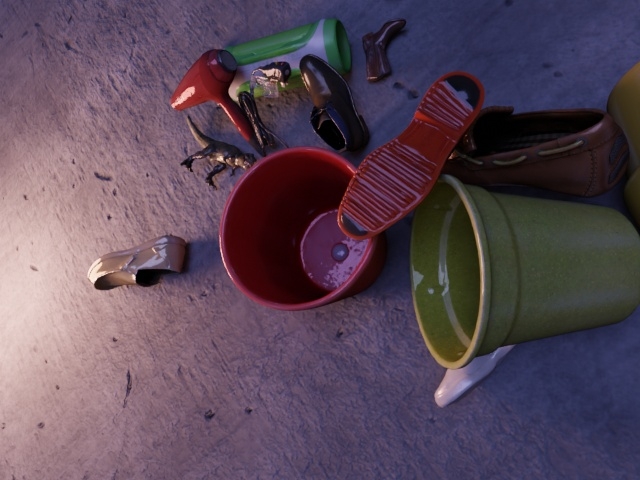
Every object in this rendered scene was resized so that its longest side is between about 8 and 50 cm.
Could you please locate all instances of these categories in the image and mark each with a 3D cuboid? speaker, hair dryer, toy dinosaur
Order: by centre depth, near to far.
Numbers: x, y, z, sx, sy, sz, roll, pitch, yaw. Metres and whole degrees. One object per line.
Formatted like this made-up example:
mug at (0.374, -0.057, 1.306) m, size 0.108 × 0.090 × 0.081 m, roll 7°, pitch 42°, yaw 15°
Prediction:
hair dryer at (-0.204, -0.293, 0.944) m, size 0.293 × 0.080 × 0.224 m, roll 17°, pitch 124°, yaw 15°
speaker at (-0.088, -0.397, 0.971) m, size 0.296 × 0.131 × 0.131 m, roll -5°, pitch 77°, yaw 22°
toy dinosaur at (-0.261, -0.199, 1.041) m, size 0.268 × 0.064 × 0.118 m, roll 33°, pitch 86°, yaw 27°

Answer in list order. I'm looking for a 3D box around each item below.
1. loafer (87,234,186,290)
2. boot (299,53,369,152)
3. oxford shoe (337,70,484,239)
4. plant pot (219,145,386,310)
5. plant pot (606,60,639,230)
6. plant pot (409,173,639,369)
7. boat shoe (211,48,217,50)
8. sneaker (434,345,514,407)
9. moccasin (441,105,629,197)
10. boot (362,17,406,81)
loafer at (-0.439, 0.071, 1.034) m, size 0.268 × 0.102 × 0.092 m, roll -23°, pitch 66°, yaw 16°
boot at (0.016, -0.271, 0.864) m, size 0.082 × 0.106 × 0.219 m, roll -32°, pitch 98°, yaw 32°
oxford shoe at (0.130, -0.105, 0.619) m, size 0.097 × 0.098 × 0.271 m, roll 42°, pitch 89°, yaw 12°
plant pot at (0.000, 0.000, 0.789) m, size 0.274 × 0.243 × 0.275 m, roll -5°, pitch 77°, yaw 21°
plant pot at (0.542, -0.147, 0.608) m, size 0.254 × 0.254 × 0.239 m, roll -19°, pitch 58°, yaw 18°
plant pot at (0.294, 0.039, 0.638) m, size 0.253 × 0.276 × 0.276 m, roll -2°, pitch 77°, yaw -5°
boat shoe at (-0.252, -0.433, 1.093) m, size 0.049 × 0.042 × 0.133 m, roll -26°, pitch 69°, yaw 18°
sneaker at (0.257, 0.187, 0.743) m, size 0.212 × 0.080 × 0.094 m, roll -45°, pitch 62°, yaw -2°
moccasin at (0.271, -0.159, 0.704) m, size 0.139 × 0.147 × 0.380 m, roll -47°, pitch 33°, yaw -9°
boot at (0.141, -0.401, 0.925) m, size 0.106 × 0.037 × 0.114 m, roll -17°, pitch 70°, yaw 32°
